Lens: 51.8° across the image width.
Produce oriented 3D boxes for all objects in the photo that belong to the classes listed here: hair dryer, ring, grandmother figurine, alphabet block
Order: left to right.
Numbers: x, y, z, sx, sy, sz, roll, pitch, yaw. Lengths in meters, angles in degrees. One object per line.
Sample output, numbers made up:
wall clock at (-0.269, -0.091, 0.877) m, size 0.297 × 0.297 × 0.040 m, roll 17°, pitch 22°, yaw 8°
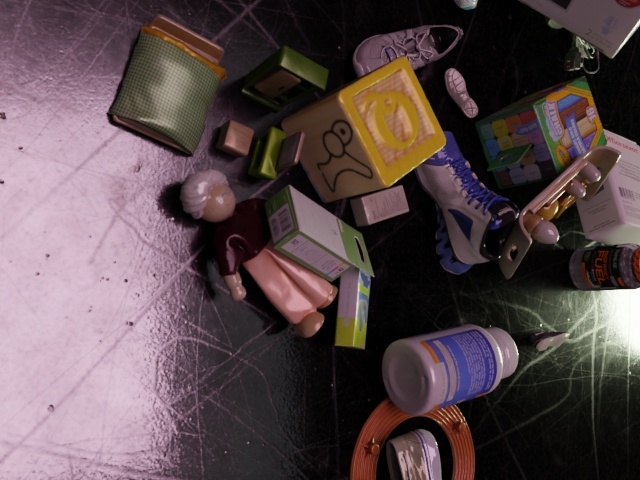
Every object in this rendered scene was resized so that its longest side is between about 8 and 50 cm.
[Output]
grandmother figurine at (-0.109, 0.007, 1.151) m, size 0.342 × 0.104 × 0.207 m, roll 47°, pitch 38°, yaw -23°
alphabet block at (0.080, -0.203, 1.243) m, size 0.193 × 0.197 × 0.192 m, roll -38°, pitch 106°, yaw -31°
ring at (0.203, 0.472, 1.352) m, size 0.337 × 0.032 × 0.336 m, roll 4°, pitch 82°, yaw -35°
hair dryer at (0.670, -0.591, 1.779) m, size 0.224 × 0.080 × 0.293 m, roll -20°, pitch 101°, yaw -51°

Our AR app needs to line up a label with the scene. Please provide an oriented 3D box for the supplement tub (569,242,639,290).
supplement tub at (0.740, 0.068, 1.663) m, size 0.117 × 0.190 × 0.116 m, roll 5°, pitch 81°, yaw -34°

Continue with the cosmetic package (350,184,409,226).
cosmetic package at (0.122, -0.071, 1.351) m, size 0.115 × 0.041 × 0.060 m, roll -17°, pitch 95°, yaw -34°

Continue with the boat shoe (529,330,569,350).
boat shoe at (0.562, 0.239, 1.616) m, size 0.125 × 0.038 × 0.046 m, roll -9°, pitch 133°, yaw -34°

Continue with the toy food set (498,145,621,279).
toy food set at (0.536, -0.056, 1.485) m, size 0.306 × 0.219 × 0.092 m, roll -39°, pitch 69°, yaw -14°

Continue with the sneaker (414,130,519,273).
sneaker at (0.327, -0.088, 1.407) m, size 0.128 × 0.182 × 0.315 m, roll -18°, pitch 95°, yaw -36°

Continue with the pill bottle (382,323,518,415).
pill bottle at (0.273, 0.255, 1.350) m, size 0.272 × 0.152 × 0.152 m, roll -5°, pitch 88°, yaw -34°

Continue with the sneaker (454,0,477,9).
sneaker at (0.350, -0.651, 1.556) m, size 0.086 × 0.085 × 0.237 m, roll 41°, pitch 57°, yaw -53°

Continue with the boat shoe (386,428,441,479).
boat shoe at (0.184, 0.521, 1.268) m, size 0.094 × 0.109 × 0.302 m, roll -3°, pitch 77°, yaw -19°

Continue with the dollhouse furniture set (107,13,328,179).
dollhouse furniture set at (-0.166, -0.246, 1.108) m, size 0.302 × 0.151 × 0.197 m, roll 22°, pitch 73°, yaw -30°

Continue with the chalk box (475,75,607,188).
chalk box at (0.498, -0.240, 1.541) m, size 0.289 × 0.180 × 0.179 m, roll -29°, pitch 101°, yaw -34°

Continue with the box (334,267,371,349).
box at (0.063, 0.115, 1.258) m, size 0.109 × 0.043 × 0.178 m, roll 37°, pitch 57°, yaw -71°

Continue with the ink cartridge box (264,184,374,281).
ink cartridge box at (0.000, 0.000, 1.168) m, size 0.209 × 0.062 × 0.108 m, roll 32°, pitch 32°, yaw -41°

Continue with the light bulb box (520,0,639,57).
light bulb box at (0.688, -0.697, 1.606) m, size 0.358 × 0.225 × 0.361 m, roll 38°, pitch 61°, yaw 12°

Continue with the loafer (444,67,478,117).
loafer at (0.319, -0.338, 1.522) m, size 0.045 × 0.039 × 0.125 m, roll -32°, pitch 102°, yaw 2°

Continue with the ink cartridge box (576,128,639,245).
ink cartridge box at (0.757, -0.131, 1.704) m, size 0.199 × 0.115 × 0.272 m, roll 12°, pitch 61°, yaw -33°

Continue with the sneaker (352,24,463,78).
sneaker at (0.182, -0.406, 1.383) m, size 0.281 × 0.115 × 0.105 m, roll -33°, pitch 103°, yaw -32°
